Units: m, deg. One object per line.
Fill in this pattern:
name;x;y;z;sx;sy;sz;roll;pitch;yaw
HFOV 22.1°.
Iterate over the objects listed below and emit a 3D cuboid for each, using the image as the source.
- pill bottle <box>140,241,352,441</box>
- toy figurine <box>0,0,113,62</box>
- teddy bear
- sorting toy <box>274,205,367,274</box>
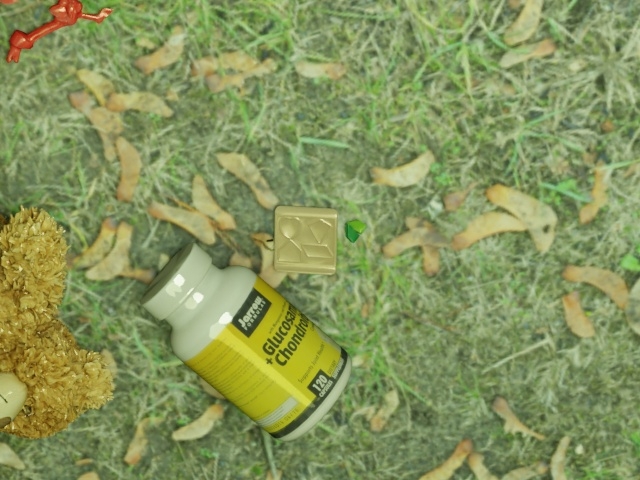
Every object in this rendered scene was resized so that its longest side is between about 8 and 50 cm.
pill bottle;-0.068;0.088;1.467;0.184;0.103;0.103;41;108;-13
toy figurine;-0.308;-0.284;1.273;0.191;0.217;0.363;-10;111;7
teddy bear;-0.325;0.042;1.459;0.245;0.113;0.338;-8;111;8
sorting toy;0.000;0.000;1.478;0.083;0.012;0.062;3;107;5
